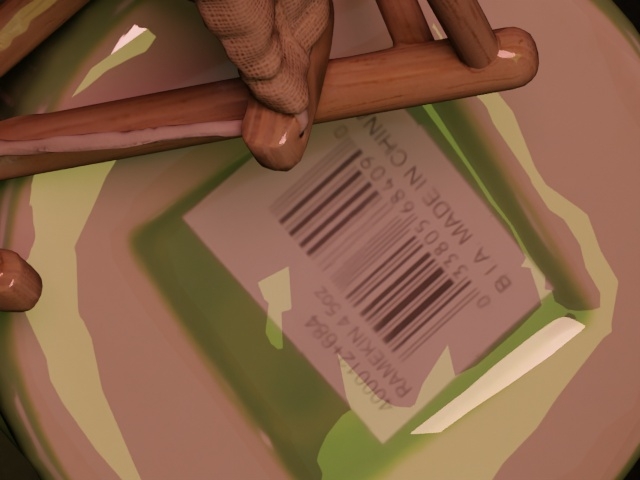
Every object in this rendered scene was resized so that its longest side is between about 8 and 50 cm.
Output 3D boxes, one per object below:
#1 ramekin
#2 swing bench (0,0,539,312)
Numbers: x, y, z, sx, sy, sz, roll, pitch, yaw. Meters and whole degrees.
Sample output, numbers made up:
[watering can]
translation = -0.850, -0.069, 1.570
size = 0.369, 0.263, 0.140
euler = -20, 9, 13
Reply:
[ramekin]
translation = 0.000, 0.000, 0.714
size = 0.303, 0.148, 0.303
euler = -2, 101, -13
[swing bench]
translation = -0.108, -0.105, 0.491
size = 0.254, 0.253, 0.165
euler = -25, 62, 9
